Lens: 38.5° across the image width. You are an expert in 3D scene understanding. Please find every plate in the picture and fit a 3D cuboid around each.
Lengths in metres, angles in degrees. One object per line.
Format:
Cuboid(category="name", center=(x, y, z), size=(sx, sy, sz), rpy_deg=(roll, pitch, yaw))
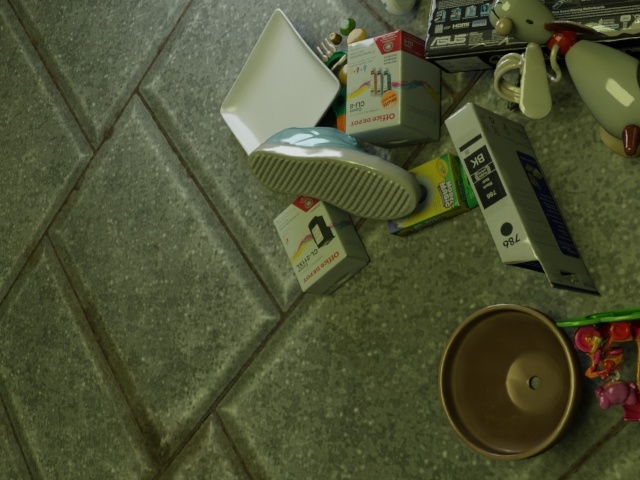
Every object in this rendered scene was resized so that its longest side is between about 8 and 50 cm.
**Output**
Cuboid(category="plate", center=(-0.080, -0.290, 1.897), size=(0.277, 0.045, 0.278), rpy_deg=(-55, 51, 28))

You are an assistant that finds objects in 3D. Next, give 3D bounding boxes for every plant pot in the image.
Cuboid(category="plant pot", center=(0.310, 0.221, 1.429), size=(0.237, 0.109, 0.237), rpy_deg=(-9, 76, 39))

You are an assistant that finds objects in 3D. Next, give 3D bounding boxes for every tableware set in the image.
Cuboid(category="tableware set", center=(0.061, -0.363, 1.792), size=(0.104, 0.024, 0.154), rpy_deg=(-45, 55, 18))

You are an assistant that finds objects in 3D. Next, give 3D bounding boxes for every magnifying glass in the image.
Cuboid(category="magnifying glass", center=(0.044, -0.267, 1.816), size=(0.092, 0.026, 0.231), rpy_deg=(-17, 69, 38))

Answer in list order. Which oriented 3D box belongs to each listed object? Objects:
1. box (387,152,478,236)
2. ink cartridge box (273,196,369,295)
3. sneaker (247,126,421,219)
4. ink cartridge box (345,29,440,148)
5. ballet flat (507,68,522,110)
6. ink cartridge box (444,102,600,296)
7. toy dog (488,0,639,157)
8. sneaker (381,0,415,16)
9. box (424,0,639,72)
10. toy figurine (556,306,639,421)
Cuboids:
Cuboid(category="box", center=(0.195, -0.083, 1.634), size=(0.179, 0.043, 0.105), rpy_deg=(-23, 67, 35))
Cuboid(category="ink cartridge box", center=(0.000, 0.000, 1.770), size=(0.127, 0.072, 0.175), rpy_deg=(-41, 57, 28))
Cuboid(category="sneaker", center=(0.042, -0.150, 1.686), size=(0.366, 0.135, 0.150), rpy_deg=(18, 52, 31))
Cuboid(category="ink cartridge box", center=(0.133, -0.269, 1.665), size=(0.128, 0.127, 0.176), rpy_deg=(-6, 79, 40))
Cuboid(category="ballet flat", center=(0.347, -0.271, 1.538), size=(0.041, 0.041, 0.114), rpy_deg=(21, 97, 42))
Cuboid(category="ink cartridge box", center=(0.315, -0.052, 1.438), size=(0.065, 0.165, 0.333), rpy_deg=(-36, 59, 32))
Cuboid(category="toy dog", center=(0.379, -0.227, 1.327), size=(0.333, 0.161, 0.220), rpy_deg=(21, 137, 21))
Cuboid(category="sneaker", center=(0.113, -0.521, 1.774), size=(0.126, 0.091, 0.240), rpy_deg=(-33, 60, 54))
Cuboid(category="box", center=(0.373, -0.445, 1.479), size=(0.395, 0.097, 0.318), rpy_deg=(1, 81, 37))
Cuboid(category="toy figurine", center=(0.434, 0.183, 1.311), size=(0.130, 0.173, 0.159), rpy_deg=(148, 114, -83))
